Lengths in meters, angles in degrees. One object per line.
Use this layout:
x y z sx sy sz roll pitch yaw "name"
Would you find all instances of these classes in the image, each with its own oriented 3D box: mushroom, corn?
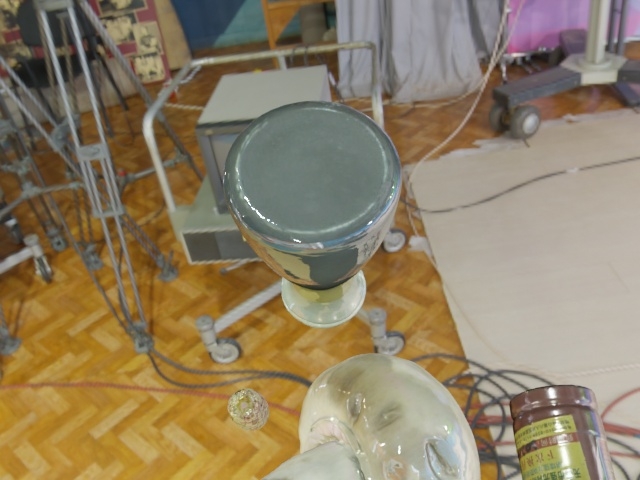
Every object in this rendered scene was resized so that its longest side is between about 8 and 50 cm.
0.087 0.380 1.035 0.353 0.325 0.353 -22 29 13 "mushroom"
-0.156 0.370 1.395 0.086 0.253 0.086 1 71 -2 "corn"

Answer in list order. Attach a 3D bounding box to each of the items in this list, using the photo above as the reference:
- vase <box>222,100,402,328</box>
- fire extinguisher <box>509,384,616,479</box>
0.000 0.000 0.744 0.174 0.321 0.173 -1 64 3 "vase"
0.222 0.243 0.496 0.107 0.075 0.251 1 56 -3 "fire extinguisher"
